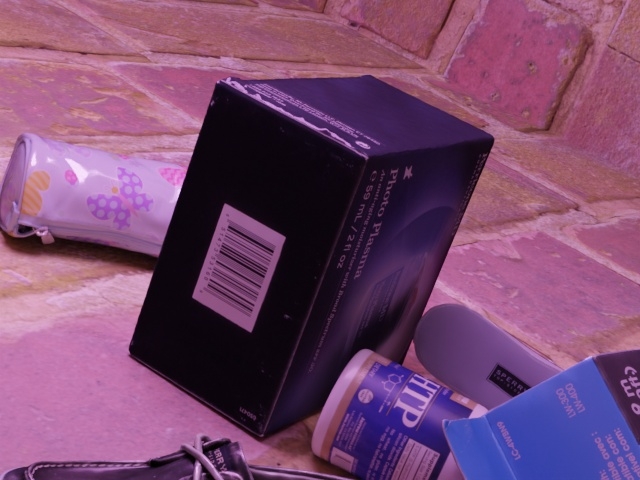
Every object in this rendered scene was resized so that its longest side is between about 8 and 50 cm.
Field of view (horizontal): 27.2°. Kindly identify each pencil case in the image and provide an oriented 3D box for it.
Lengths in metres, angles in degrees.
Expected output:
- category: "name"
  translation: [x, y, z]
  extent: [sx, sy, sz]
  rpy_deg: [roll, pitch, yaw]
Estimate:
- category: "pencil case"
  translation: [-0.223, -0.040, 1.486]
  extent: [0.273, 0.113, 0.124]
  rpy_deg: [10, 32, -28]

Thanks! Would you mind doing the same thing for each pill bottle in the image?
- category: "pill bottle"
  translation: [0.097, 0.187, 1.212]
  extent: [0.186, 0.112, 0.112]
  rpy_deg: [26, 20, 12]

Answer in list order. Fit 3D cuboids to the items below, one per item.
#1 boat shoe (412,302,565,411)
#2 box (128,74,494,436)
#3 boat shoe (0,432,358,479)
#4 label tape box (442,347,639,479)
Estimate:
- category: "boat shoe"
  translation: [0.228, 0.180, 1.378]
  extent: [0.306, 0.113, 0.105]
  rpy_deg: [34, 3, 17]
- category: "box"
  translation: [0.000, 0.000, 1.330]
  extent: [0.182, 0.296, 0.294]
  rpy_deg: [29, 21, 23]
- category: "boat shoe"
  translation: [-0.080, 0.198, 0.984]
  extent: [0.335, 0.119, 0.121]
  rpy_deg: [13, 21, -22]
- category: "label tape box"
  translation: [0.292, 0.226, 1.151]
  extent: [0.347, 0.115, 0.249]
  rpy_deg: [0, 58, -47]
